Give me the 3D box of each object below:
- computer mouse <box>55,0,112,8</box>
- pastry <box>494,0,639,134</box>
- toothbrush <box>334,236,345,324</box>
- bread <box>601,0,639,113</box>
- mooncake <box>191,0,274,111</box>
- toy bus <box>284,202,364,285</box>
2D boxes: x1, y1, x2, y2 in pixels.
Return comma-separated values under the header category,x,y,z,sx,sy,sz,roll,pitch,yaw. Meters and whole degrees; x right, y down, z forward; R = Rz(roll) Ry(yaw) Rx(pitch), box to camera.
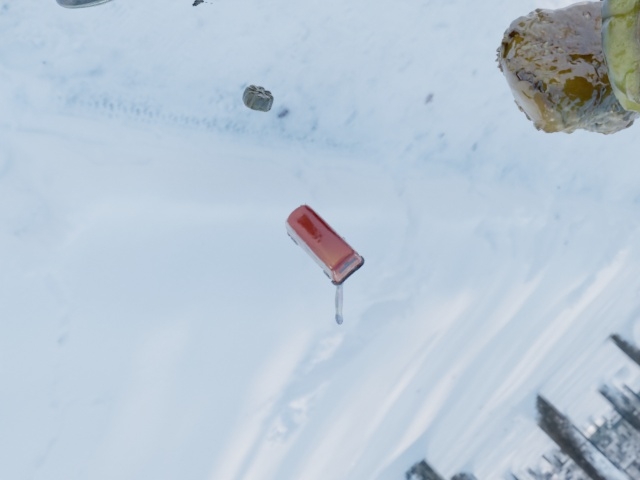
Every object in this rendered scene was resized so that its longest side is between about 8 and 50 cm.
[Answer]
category,x,y,z,sx,sy,sz,roll,pitch,yaw
computer mouse,-0.285,-0.505,1.178,0.379,0.167,0.090,-63,147,-8
pastry,0.473,-0.307,1.493,0.311,0.255,0.162,-6,155,-9
toothbrush,0.044,0.095,1.790,0.027,0.021,0.269,-49,151,-39
bread,0.489,-0.314,1.271,0.161,0.088,0.233,14,74,-52
mooncake,-0.171,-0.366,1.495,0.057,0.347,0.150,-46,166,33
toy bus,0.000,0.000,1.566,0.079,0.174,0.077,-42,156,-5
